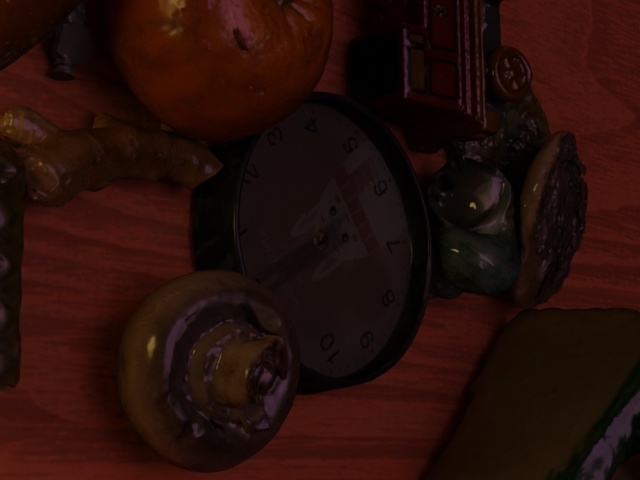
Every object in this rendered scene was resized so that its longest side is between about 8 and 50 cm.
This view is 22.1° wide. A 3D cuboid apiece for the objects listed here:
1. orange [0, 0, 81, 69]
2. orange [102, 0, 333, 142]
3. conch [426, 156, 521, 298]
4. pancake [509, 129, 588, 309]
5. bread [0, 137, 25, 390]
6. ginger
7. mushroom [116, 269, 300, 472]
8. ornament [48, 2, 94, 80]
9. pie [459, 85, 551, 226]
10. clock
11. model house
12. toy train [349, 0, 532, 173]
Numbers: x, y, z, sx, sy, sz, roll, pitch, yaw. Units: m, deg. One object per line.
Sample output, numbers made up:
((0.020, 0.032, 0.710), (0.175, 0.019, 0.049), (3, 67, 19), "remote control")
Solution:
((-0.338, -0.342, 1.688), (0.262, 0.196, 0.334), (46, 58, -15), "orange")
((-0.116, -0.255, 1.858), (0.284, 0.226, 0.284), (15, 71, -51), "orange")
((0.200, -0.002, 2.243), (0.176, 0.122, 0.188), (42, 50, -11), "conch")
((0.335, -0.028, 2.376), (0.282, 0.049, 0.282), (13, 90, -69), "pancake")
((-0.349, 0.020, 1.654), (0.087, 0.098, 0.269), (87, 3, -80), "bread")
((-0.229, -0.089, 1.822), (0.299, 0.065, 0.118), (0, 70, -48), "ginger")
((-0.117, 0.146, 1.815), (0.226, 0.178, 0.226), (-8, 104, -35), "mushroom")
((-0.277, -0.223, 1.814), (0.068, 0.041, 0.092), (68, 30, -43), "ornament")
((0.270, -0.136, 2.392), (0.240, 0.054, 0.240), (8, 79, -47), "pie")
((0.000, 0.000, 2.050), (0.386, 0.076, 0.386), (12, 74, -46), "clock")
((0.377, 0.331, 2.230), (0.342, 0.334, 0.382), (53, 59, -25), "model house")
((0.154, -0.276, 2.219), (0.231, 0.163, 0.369), (7, 78, -38), "toy train")
